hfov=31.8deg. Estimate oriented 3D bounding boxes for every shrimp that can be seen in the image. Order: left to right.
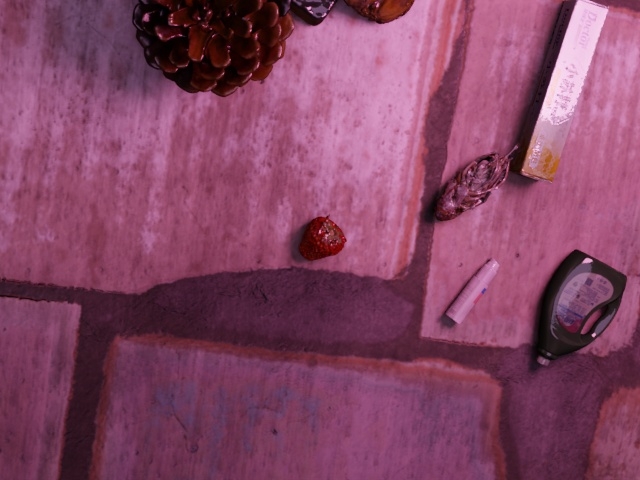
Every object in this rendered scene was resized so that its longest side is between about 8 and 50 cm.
[{"bbox_3d":[0.270,-0.102,1.926,0.190,0.073,0.075,-35,81,14],"label":"shrimp"}]

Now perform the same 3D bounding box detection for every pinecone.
[{"bbox_3d":[-0.169,-0.353,1.742,0.264,0.264,0.264,-1,98,-9],"label":"pinecone"}]

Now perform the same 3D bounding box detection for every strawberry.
[{"bbox_3d":[0.000,0.000,1.918,0.073,0.073,0.083,41,127,-12],"label":"strawberry"}]

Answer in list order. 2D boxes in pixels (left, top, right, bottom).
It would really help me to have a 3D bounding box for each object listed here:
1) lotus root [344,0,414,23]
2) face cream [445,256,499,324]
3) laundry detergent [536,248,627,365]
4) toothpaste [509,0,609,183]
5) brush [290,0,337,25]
[{"bbox_3d":[0.152,-0.509,1.817,0.167,0.078,0.329,12,102,-46],"label":"lotus root"},{"bbox_3d":[0.271,0.087,1.981,0.034,0.034,0.130,36,91,-12],"label":"face cream"},{"bbox_3d":[0.454,0.132,2.002,0.137,0.063,0.211,26,94,-18],"label":"laundry detergent"},{"bbox_3d":[0.409,-0.255,1.926,0.071,0.089,0.313,17,96,-6],"label":"toothpaste"},{"bbox_3d":[0.004,-0.464,1.846,0.123,0.059,0.197,35,91,-10],"label":"brush"}]
